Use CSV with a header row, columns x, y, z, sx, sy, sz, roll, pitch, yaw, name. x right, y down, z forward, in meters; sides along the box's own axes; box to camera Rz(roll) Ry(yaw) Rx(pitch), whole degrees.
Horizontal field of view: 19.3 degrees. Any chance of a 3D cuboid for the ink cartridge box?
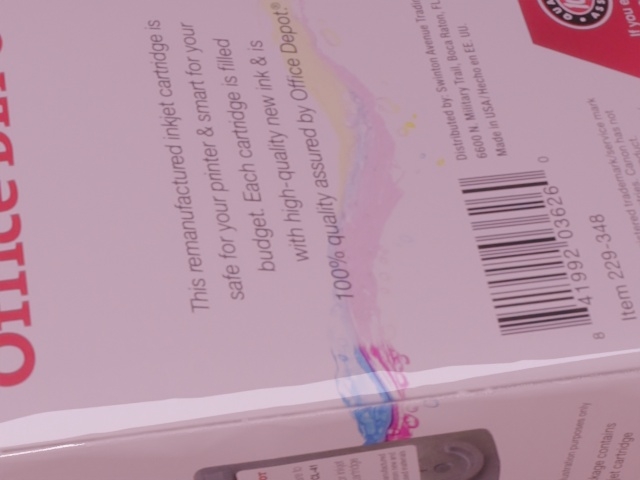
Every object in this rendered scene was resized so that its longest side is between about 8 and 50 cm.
x,y,z,sx,sy,sz,roll,pitch,yaw,name
0.000,0.000,0.713,0.306,0.131,0.226,-6,54,-7,ink cartridge box
